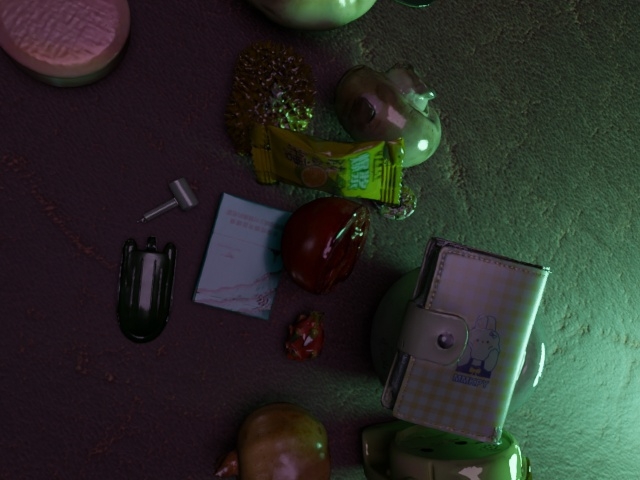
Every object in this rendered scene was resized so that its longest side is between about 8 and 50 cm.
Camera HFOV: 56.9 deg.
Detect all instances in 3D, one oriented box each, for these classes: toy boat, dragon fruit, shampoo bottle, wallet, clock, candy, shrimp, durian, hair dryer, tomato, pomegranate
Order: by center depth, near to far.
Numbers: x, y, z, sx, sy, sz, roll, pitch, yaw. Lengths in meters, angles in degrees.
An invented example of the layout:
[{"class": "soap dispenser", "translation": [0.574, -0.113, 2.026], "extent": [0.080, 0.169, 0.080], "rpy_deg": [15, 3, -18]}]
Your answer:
[{"class": "wallet", "translation": [0.242, 0.167, 0.986], "extent": [0.224, 0.077, 0.309], "rpy_deg": [15, 93, -10]}, {"class": "candy", "translation": [-0.478, -0.411, 1.079], "extent": [0.256, 0.094, 0.255], "rpy_deg": [0, 89, -17]}, {"class": "toy boat", "translation": [-0.335, 0.094, 1.135], "extent": [0.104, 0.052, 0.210], "rpy_deg": [5, 89, -19]}, {"class": "candy", "translation": [0.012, -0.142, 1.138], "extent": [0.298, 0.187, 0.081], "rpy_deg": [6, 56, 5]}, {"class": "pomegranate", "translation": [-0.075, 0.418, 1.139], "extent": [0.207, 0.207, 0.206], "rpy_deg": [0, 89, -17]}, {"class": "clock", "translation": [0.259, 0.437, 1.150], "extent": [0.286, 0.348, 0.117], "rpy_deg": [-4, 90, -17]}, {"class": "hair dryer", "translation": [-0.307, -0.070, 1.159], "extent": [0.124, 0.038, 0.063], "rpy_deg": [-30, 96, -8]}, {"class": "tomato", "translation": [0.000, 0.000, 1.171], "extent": [0.140, 0.233, 0.200], "rpy_deg": [28, 86, 15]}, {"class": "shampoo bottle", "translation": [0.267, 0.202, 1.174], "extent": [0.323, 0.317, 0.322], "rpy_deg": [1, 88, -18]}, {"class": "durian", "translation": [-0.090, -0.293, 1.179], "extent": [0.183, 0.138, 0.249], "rpy_deg": [12, 80, -8]}, {"class": "dragon fruit", "translation": [-0.028, 0.193, 1.205], "extent": [0.081, 0.086, 0.116], "rpy_deg": [19, 94, -21]}, {"class": "shrimp", "translation": [0.143, -0.112, 1.290], "extent": [0.091, 0.034, 0.161], "rpy_deg": [-43, 101, -12]}]

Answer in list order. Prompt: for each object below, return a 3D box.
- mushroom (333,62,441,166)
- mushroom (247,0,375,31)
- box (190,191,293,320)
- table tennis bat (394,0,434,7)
[{"class": "mushroom", "translation": [0.141, -0.256, 1.186], "extent": [0.184, 0.255, 0.255], "rpy_deg": [-38, 101, 20]}, {"class": "mushroom", "translation": [-0.005, -0.602, 1.130], "extent": [0.325, 0.353, 0.352], "rpy_deg": [-26, 97, -42]}, {"class": "box", "translation": [-0.154, 0.033, 1.194], "extent": [0.161, 0.042, 0.226], "rpy_deg": [16, 84, -16]}, {"class": "table tennis bat", "translation": [0.160, -0.604, 1.313], "extent": [0.247, 0.022, 0.138], "rpy_deg": [11, 86, -17]}]
